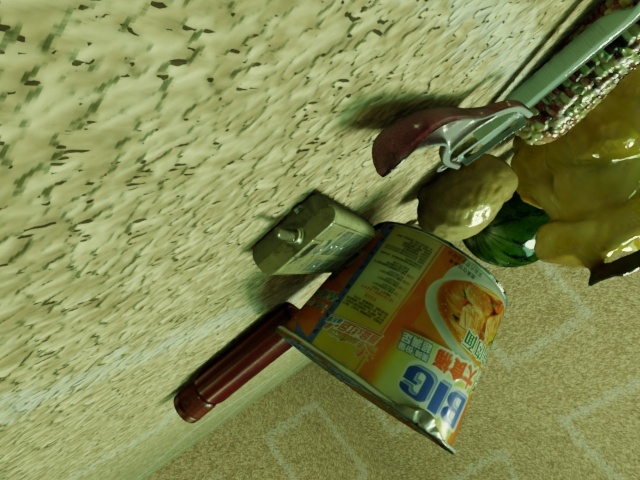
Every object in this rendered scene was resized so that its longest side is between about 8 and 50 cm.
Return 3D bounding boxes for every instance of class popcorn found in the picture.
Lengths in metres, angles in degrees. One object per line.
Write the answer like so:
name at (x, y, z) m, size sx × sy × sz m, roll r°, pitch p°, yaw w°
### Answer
popcorn at (0.479, -0.106, 0.743) m, size 0.349 × 0.348 × 0.382 m, roll 112°, pitch -4°, yaw -65°

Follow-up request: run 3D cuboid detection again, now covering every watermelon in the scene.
watermelon at (0.445, -0.053, 1.080) m, size 0.242 × 0.242 × 0.242 m, roll -36°, pitch 167°, yaw -10°

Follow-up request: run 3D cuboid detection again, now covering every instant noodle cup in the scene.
instant noodle cup at (0.110, 0.122, 0.663) m, size 0.214 × 0.296 × 0.296 m, roll -55°, pitch 171°, yaw -14°

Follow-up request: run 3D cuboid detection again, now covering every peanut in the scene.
peanut at (0.227, -0.067, 0.720) m, size 0.159 × 0.109 × 0.141 m, roll -34°, pitch -161°, yaw 32°

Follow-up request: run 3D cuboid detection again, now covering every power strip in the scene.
power strip at (0.000, 0.000, 0.507) m, size 0.092 × 0.034 × 0.268 m, roll -40°, pitch 167°, yaw 10°

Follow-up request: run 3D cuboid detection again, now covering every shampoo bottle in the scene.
shampoo bottle at (-0.135, 0.211, 0.790) m, size 0.260 × 0.064 × 0.102 m, roll -40°, pitch 165°, yaw 6°

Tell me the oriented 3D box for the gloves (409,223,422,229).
gloves at (0.165, 0.039, 0.940) m, size 0.212 × 0.111 × 0.127 m, roll -36°, pitch 174°, yaw -45°

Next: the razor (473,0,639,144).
razor at (0.267, -0.201, 0.501) m, size 0.111 × 0.056 × 0.278 m, roll -31°, pitch 165°, yaw -36°

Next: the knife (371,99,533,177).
knife at (0.113, -0.096, 0.449) m, size 0.123 × 0.053 × 0.277 m, roll -42°, pitch 166°, yaw 36°

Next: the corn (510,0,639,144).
corn at (0.329, -0.219, 0.550) m, size 0.086 × 0.086 × 0.253 m, roll -28°, pitch 162°, yaw -38°
